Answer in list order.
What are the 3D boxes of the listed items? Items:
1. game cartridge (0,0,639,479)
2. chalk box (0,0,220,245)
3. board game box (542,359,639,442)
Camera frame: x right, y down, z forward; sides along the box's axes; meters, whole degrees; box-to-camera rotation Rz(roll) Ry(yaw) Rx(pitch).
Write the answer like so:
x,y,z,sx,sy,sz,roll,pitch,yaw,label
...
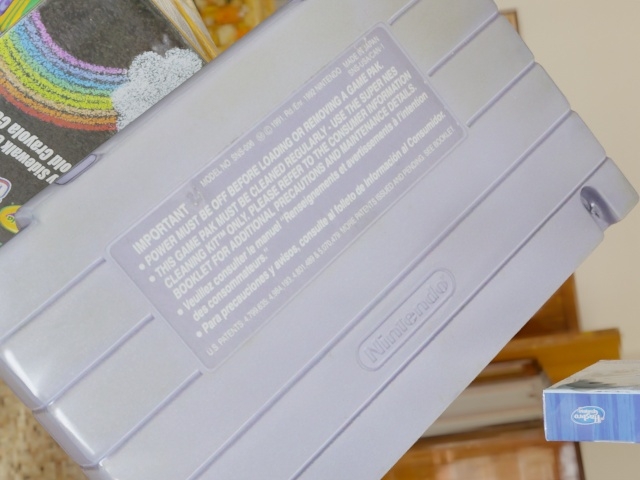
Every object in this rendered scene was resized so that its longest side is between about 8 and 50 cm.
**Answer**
x,y,z,sx,sy,sz,roll,pitch,yaw,label
0.000,0.000,0.610,0.230,0.355,0.068,50,-23,-4,game cartridge
-0.239,-0.117,0.839,0.180,0.289,0.179,45,13,-47,chalk box
0.134,0.056,0.385,0.090,0.090,0.020,-3,90,-64,board game box
